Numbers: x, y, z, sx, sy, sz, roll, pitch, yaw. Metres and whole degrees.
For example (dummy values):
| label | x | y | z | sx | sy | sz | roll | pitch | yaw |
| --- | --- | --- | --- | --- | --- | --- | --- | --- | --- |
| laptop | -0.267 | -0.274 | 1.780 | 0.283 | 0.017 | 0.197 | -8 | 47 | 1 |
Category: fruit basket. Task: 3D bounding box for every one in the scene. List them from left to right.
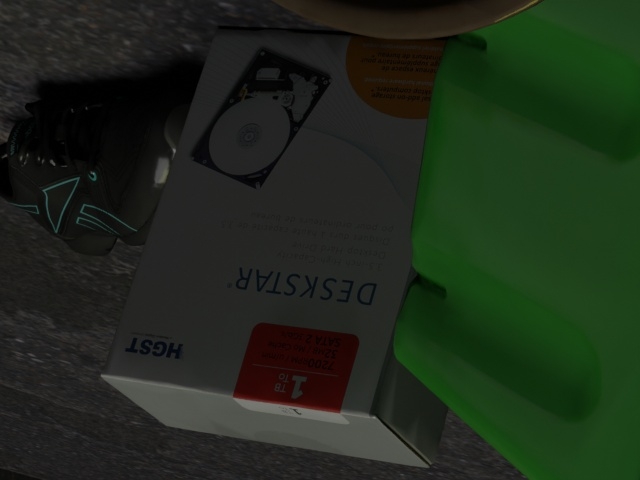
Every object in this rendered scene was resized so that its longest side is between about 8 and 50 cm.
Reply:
| label | x | y | z | sx | sy | sz | roll | pitch | yaw |
| --- | --- | --- | --- | --- | --- | --- | --- | --- | --- |
| fruit basket | 0.258 | 0.018 | 0.698 | 0.392 | 0.283 | 0.392 | 7 | -159 | -3 |

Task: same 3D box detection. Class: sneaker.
| label | x | y | z | sx | sy | sz | roll | pitch | yaw |
| --- | --- | --- | --- | --- | --- | --- | --- | --- | --- |
| sneaker | -0.157 | -0.050 | 1.322 | 0.106 | 0.101 | 0.267 | 25 | 158 | -18 |

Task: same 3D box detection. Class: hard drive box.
| label | x | y | z | sx | sy | sz | roll | pitch | yaw |
| --- | --- | --- | --- | --- | --- | --- | --- | --- | --- |
| hard drive box | 0.000 | 0.000 | 1.132 | 0.181 | 0.232 | 0.089 | 5 | 158 | 27 |

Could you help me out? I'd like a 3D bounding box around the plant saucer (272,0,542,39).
| label | x | y | z | sx | sy | sz | roll | pitch | yaw |
| --- | --- | --- | --- | --- | --- | --- | --- | --- | --- |
| plant saucer | 0.018 | -0.202 | 0.612 | 0.278 | 0.278 | 0.041 | -5 | -167 | 46 |
